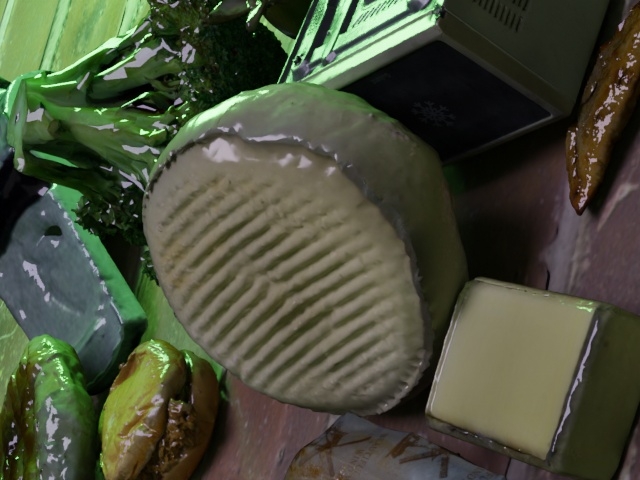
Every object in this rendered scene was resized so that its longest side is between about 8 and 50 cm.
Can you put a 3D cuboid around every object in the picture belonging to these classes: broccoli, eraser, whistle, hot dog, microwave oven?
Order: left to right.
[{"bbox_3d":[-0.302,-0.021,1.994,0.168,0.188,0.404,-49,33,32],"label":"whistle"},{"bbox_3d":[-0.144,-0.101,1.684,0.308,0.275,0.308,-177,90,-72],"label":"broccoli"},{"bbox_3d":[0.061,0.218,1.296,0.270,0.082,0.162,15,93,55],"label":"hot dog"},{"bbox_3d":[0.094,-0.169,1.411,0.240,0.145,0.194,-22,44,56],"label":"microwave oven"},{"bbox_3d":[0.148,0.094,1.245,0.172,0.058,0.117,11,81,62],"label":"eraser"}]

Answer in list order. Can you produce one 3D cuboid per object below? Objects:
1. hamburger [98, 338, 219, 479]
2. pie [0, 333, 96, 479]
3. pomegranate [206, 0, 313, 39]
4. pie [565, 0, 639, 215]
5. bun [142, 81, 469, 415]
[{"bbox_3d":[-0.153,0.166,1.713,0.138,0.083,0.147,-60,27,23],"label":"hamburger"},{"bbox_3d":[-0.285,0.243,1.838,0.306,0.071,0.306,-174,90,-68],"label":"pie"},{"bbox_3d":[-0.011,-0.250,1.599,0.181,0.224,0.181,23,123,39],"label":"pomegranate"},{"bbox_3d":[0.210,-0.108,1.304,0.092,0.034,0.170,-108,38,-65],"label":"pie"},{"bbox_3d":[0.000,0.000,1.399,0.287,0.287,0.146,-38,7,45],"label":"bun"}]
